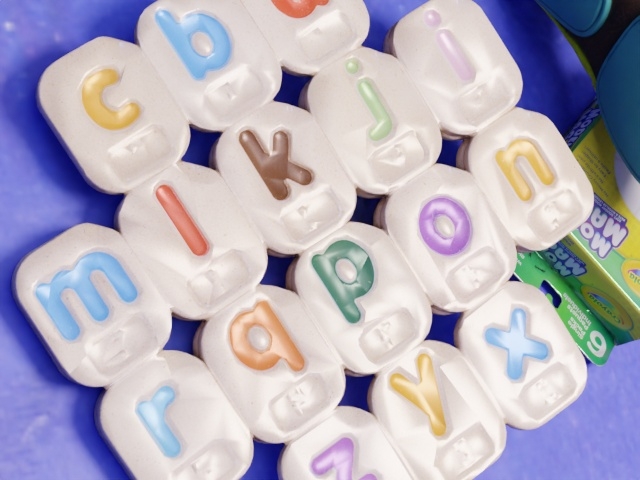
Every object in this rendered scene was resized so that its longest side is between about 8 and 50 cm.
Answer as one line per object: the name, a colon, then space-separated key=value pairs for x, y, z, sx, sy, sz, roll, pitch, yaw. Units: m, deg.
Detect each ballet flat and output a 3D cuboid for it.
ballet flat: x=0.174 y=-0.112 z=0.837 sx=0.077 sy=0.077 sz=0.231 roll=-10 pitch=57 yaw=-34

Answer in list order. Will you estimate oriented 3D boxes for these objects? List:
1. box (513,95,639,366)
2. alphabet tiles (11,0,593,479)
box: x=0.175 y=-0.024 z=0.866 sx=0.105 sy=0.043 sz=0.179 roll=47 pitch=62 yaw=-8
alphabet tiles: x=0.000 y=0.000 z=0.756 sx=0.284 sy=0.021 sz=0.278 roll=-35 pitch=94 yaw=-22
